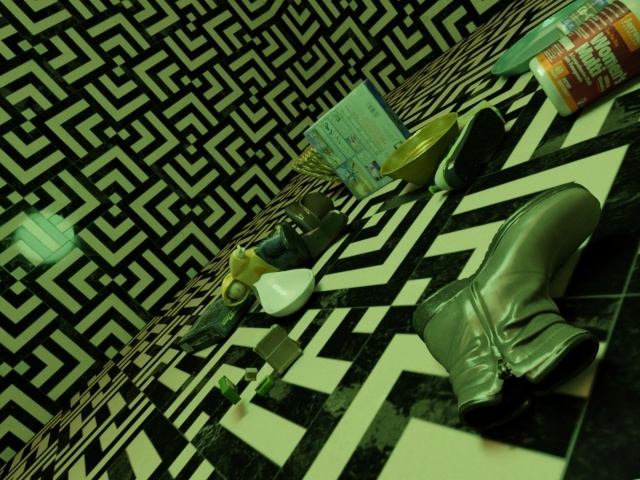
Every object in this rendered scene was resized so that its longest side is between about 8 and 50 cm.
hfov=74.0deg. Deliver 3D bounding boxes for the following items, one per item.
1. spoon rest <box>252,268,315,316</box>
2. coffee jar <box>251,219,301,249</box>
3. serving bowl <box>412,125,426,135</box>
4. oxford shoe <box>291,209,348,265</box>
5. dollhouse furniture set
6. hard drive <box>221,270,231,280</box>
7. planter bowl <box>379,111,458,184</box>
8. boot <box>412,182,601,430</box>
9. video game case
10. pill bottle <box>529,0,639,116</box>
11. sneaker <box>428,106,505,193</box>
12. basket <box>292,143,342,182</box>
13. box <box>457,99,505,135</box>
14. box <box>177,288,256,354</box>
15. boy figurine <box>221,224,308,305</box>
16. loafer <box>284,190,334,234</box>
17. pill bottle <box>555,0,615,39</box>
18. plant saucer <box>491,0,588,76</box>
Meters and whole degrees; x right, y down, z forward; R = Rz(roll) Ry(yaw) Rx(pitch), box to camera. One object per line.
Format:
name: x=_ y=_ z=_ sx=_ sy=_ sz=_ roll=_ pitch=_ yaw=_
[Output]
spoon rest: x=-0.102 y=0.122 z=1.019 sx=0.137 sy=0.084 sz=0.276 roll=-48 pitch=14 yaw=-23
coffee jar: x=-0.157 y=0.020 z=1.446 sx=0.184 sy=0.096 sz=0.079 roll=-46 pitch=13 yaw=-15
serving bowl: x=0.319 y=-0.330 z=1.355 sx=0.083 sy=0.027 sz=0.083 roll=-39 pitch=14 yaw=12
oxford shoe: x=0.000 y=0.000 z=1.185 sx=0.212 sy=0.076 sz=0.076 roll=-40 pitch=-17 yaw=21
dollhouse furniture set: x=-0.109 y=0.220 z=0.758 sx=0.151 sy=0.076 sz=0.058 roll=-45 pitch=15 yaw=-11
hard drive: x=-0.277 y=0.107 z=1.593 sx=0.172 sy=0.054 sz=0.255 roll=-48 pitch=15 yaw=-22
planter bowl: x=0.252 y=-0.195 z=0.999 sx=0.217 sy=0.090 sz=0.217 roll=-39 pitch=14 yaw=11
boot: x=0.210 y=0.062 z=0.408 sx=0.246 sy=0.083 sz=0.161 roll=-46 pitch=20 yaw=9
video game case: x=0.125 y=-0.280 z=1.230 sx=0.244 sy=0.269 sz=0.061 roll=-30 pitch=17 yaw=38
pill bottle: x=0.477 y=-0.316 z=0.695 sx=0.221 sy=0.121 sz=0.121 roll=-33 pitch=16 yaw=32
sneaker: x=0.293 y=-0.188 z=0.883 sx=0.234 sy=0.084 sz=0.097 roll=-48 pitch=14 yaw=-24
basket: x=0.067 y=-0.315 z=1.613 sx=0.223 sy=0.213 sz=0.299 roll=-38 pitch=15 yaw=28
box: x=0.377 y=-0.281 z=1.025 sx=0.105 sy=0.043 sz=0.179 roll=-35 pitch=13 yaw=24
box: x=-0.312 y=0.238 z=1.284 sx=0.233 sy=0.059 sz=0.183 roll=-31 pitch=18 yaw=40
boy figurine: x=-0.176 y=0.073 z=1.155 sx=0.285 sy=0.177 sz=0.092 roll=-36 pitch=41 yaw=16
loafer: x=-0.027 y=-0.107 z=1.395 sx=0.130 sy=0.134 sz=0.366 roll=-40 pitch=14 yaw=9
pill bottle: x=0.625 y=-0.511 z=0.971 sx=0.137 sy=0.078 sz=0.078 roll=-35 pitch=15 yaw=26
plant saucer: x=0.630 y=-0.558 z=1.175 sx=0.318 sy=0.043 sz=0.317 roll=-39 pitch=14 yaw=11
